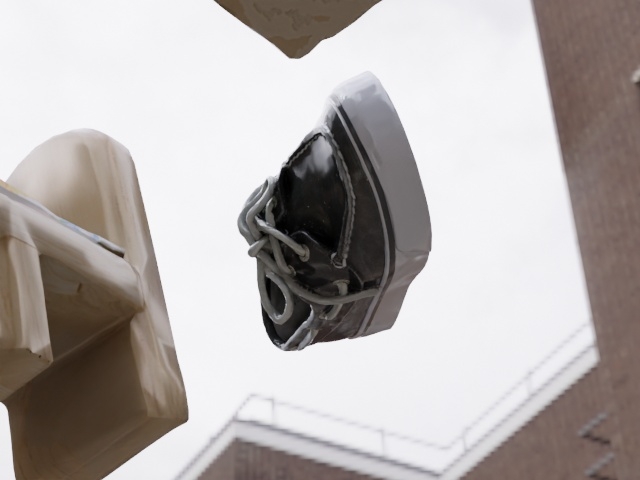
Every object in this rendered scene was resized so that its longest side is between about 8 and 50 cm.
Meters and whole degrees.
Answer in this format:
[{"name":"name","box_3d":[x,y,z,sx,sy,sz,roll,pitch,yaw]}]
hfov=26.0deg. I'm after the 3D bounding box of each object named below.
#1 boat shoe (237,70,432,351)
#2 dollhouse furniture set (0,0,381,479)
[{"name":"boat shoe","box_3d":[-0.002,-0.004,0.926,0.105,0.113,0.306,-20,-17,-12]},{"name":"dollhouse furniture set","box_3d":[-0.181,-0.101,0.391,0.394,0.256,0.362,-34,-41,21]}]
